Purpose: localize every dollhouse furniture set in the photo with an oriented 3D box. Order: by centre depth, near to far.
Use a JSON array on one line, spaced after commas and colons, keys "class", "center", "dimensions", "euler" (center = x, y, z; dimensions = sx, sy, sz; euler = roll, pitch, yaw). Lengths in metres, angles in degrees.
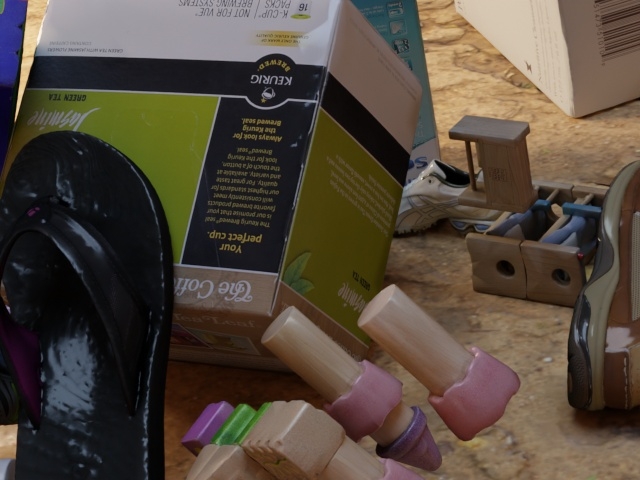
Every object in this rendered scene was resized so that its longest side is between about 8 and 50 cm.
[{"class": "dollhouse furniture set", "center": [0.225, -0.050, 1.935], "dimensions": [0.129, 0.183, 0.129], "euler": [9, 35, 32]}]

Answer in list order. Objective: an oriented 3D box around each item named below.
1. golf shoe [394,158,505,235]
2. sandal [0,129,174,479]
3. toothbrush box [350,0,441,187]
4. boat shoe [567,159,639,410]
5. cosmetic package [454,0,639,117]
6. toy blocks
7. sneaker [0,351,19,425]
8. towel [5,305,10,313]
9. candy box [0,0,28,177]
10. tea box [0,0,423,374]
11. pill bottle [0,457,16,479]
[{"class": "golf shoe", "center": [0.117, -0.054, 2.085], "dimensions": [0.176, 0.086, 0.069], "euler": [1, 33, 24]}, {"class": "sandal", "center": [-0.213, 0.087, 1.687], "dimensions": [0.168, 0.107, 0.445], "euler": [-17, 63, 16]}, {"class": "toothbrush box", "center": [0.011, -0.191, 2.152], "dimensions": [0.216, 0.295, 0.126], "euler": [-9, 28, 6]}, {"class": "boat shoe", "center": [0.313, 0.047, 1.819], "dimensions": [0.120, 0.122, 0.324], "euler": [5, 40, 17]}, {"class": "cosmetic package", "center": [0.286, -0.329, 2.386], "dimensions": [0.156, 0.217, 0.385], "euler": [-18, 28, -11]}, {"class": "toy blocks", "center": [0.023, 0.234, 1.516], "dimensions": [0.309, 0.260, 0.288], "euler": [-52, 13, -18]}, {"class": "sneaker", "center": [-0.303, 0.147, 1.802], "dimensions": [0.067, 0.188, 0.078], "euler": [-3, 59, 34]}, {"class": "towel", "center": [-0.279, 0.006, 2.170], "dimensions": [0.243, 0.040, 0.336], "euler": [-13, 29, -4]}, {"class": "candy box", "center": [-0.429, -0.153, 1.894], "dimensions": [0.268, 0.317, 0.122], "euler": [6, 72, -10]}, {"class": "tea box", "center": [-0.113, -0.056, 1.885], "dimensions": [0.329, 0.220, 0.323], "euler": [5, 72, 27]}, {"class": "pill bottle", "center": [-0.348, 0.235, 1.736], "dimensions": [0.160, 0.087, 0.087], "euler": [-6, 29, 9]}]
